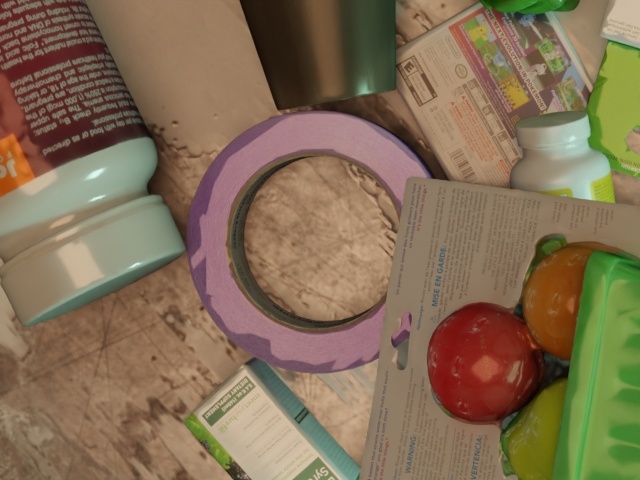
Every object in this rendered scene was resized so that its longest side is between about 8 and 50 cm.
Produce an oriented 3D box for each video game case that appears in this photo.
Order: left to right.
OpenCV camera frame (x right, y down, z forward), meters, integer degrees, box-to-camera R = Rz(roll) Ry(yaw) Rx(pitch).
[{"bbox_3d":[0.192,-0.152,1.698,0.183,0.023,0.201,-29,88,8],"label":"video game case"}]

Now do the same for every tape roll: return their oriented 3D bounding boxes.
[{"bbox_3d":[0.000,0.000,1.696,0.275,0.090,0.274,0,93,8],"label":"tape roll"}]

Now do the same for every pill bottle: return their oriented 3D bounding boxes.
[{"bbox_3d":[-0.307,-0.124,1.655,0.224,0.224,0.392,-27,87,8],"label":"pill bottle"},{"bbox_3d":[0.250,-0.035,1.638,0.103,0.103,0.184,-9,104,8],"label":"pill bottle"}]

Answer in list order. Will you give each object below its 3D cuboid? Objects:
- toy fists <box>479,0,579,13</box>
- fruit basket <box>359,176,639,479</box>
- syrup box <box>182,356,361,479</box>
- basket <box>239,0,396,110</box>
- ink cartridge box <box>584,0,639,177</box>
[{"bbox_3d":[0.152,-0.316,1.595,0.279,0.096,0.142,24,59,-29],"label":"toy fists"},{"bbox_3d":[0.216,0.118,1.554,0.353,0.165,0.327,9,91,38],"label":"fruit basket"},{"bbox_3d":[-0.029,0.244,1.708,0.093,0.096,0.237,-42,86,7],"label":"syrup box"},{"bbox_3d":[-0.001,-0.257,1.656,0.204,0.154,0.227,-9,95,15],"label":"basket"},{"bbox_3d":[0.371,-0.178,1.597,0.189,0.097,0.255,18,98,13],"label":"ink cartridge box"}]
